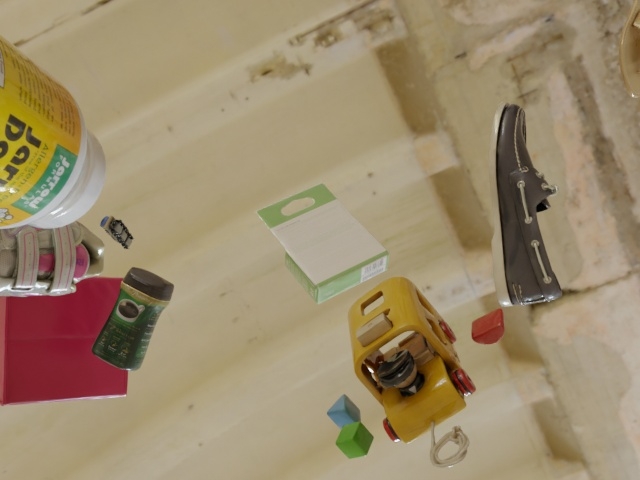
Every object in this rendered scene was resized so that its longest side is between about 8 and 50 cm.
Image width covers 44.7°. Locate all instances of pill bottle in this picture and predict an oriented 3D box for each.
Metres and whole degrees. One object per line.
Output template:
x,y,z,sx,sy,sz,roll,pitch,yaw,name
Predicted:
-0.223,-0.073,0.494,0.208,0.117,0.118,50,-161,-73,pill bottle

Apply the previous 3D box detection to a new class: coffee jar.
-0.354,0.147,1.478,0.096,0.185,0.079,25,-179,16,coffee jar

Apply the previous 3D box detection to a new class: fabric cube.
-0.575,0.201,1.643,0.258,0.254,0.259,3,-93,-40,fabric cube

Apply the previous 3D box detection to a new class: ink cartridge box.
0.000,0.000,1.541,0.235,0.171,0.056,48,151,34,ink cartridge box

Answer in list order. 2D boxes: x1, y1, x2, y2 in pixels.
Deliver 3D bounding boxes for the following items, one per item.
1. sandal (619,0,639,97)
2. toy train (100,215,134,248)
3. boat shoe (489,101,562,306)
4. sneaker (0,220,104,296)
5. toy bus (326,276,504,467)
0.576,-0.368,1.340,0.088,0.079,0.240,25,-111,-36,sandal
-0.340,-0.015,1.298,0.036,0.027,0.158,28,167,1,toy train
0.206,-0.038,0.773,0.075,0.064,0.206,12,-103,-64,boat shoe
-0.328,0.014,0.884,0.252,0.111,0.103,-36,-45,-75,sneaker
0.082,0.120,0.800,0.104,0.202,0.191,49,-123,-18,toy bus
